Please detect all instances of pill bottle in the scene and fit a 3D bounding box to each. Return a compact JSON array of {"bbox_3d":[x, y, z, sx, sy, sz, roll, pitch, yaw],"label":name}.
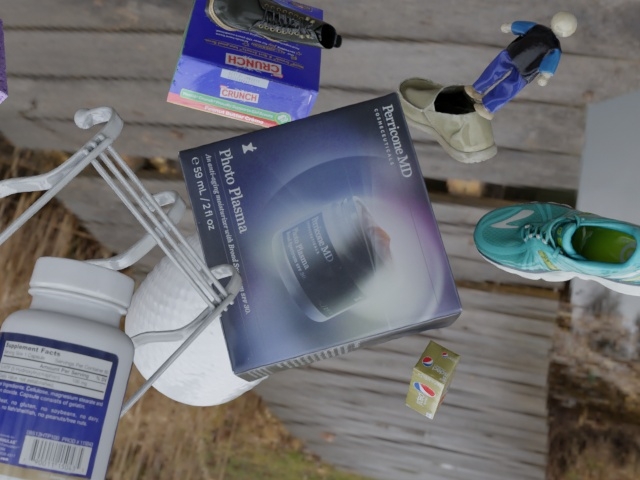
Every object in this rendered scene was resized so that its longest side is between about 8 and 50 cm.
[{"bbox_3d":[-0.214,0.114,0.822,0.112,0.186,0.112,11,166,3],"label":"pill bottle"}]

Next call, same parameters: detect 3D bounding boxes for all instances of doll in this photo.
[{"bbox_3d":[0.292,-0.265,1.452,0.046,0.129,0.189,11,138,-43],"label":"doll"}]

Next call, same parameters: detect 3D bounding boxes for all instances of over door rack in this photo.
[{"bbox_3d":[-0.236,0.072,0.882,0.108,0.324,0.239,10,145,43],"label":"over door rack"}]

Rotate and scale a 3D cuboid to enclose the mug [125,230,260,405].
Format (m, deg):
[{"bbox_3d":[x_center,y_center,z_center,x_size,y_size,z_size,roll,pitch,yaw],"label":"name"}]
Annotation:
[{"bbox_3d":[-0.133,0.069,1.720,0.276,0.374,0.328,33,145,-11],"label":"mug"}]

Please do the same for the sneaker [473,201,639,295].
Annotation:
[{"bbox_3d":[0.309,-0.004,1.257,0.275,0.107,0.110,8,170,41],"label":"sneaker"}]

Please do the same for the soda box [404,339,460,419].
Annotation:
[{"bbox_3d":[0.189,0.239,1.702,0.058,0.061,0.181,28,155,13],"label":"soda box"}]

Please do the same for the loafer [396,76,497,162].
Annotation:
[{"bbox_3d":[0.212,-0.223,1.677,0.102,0.268,0.092,-16,126,-20],"label":"loafer"}]

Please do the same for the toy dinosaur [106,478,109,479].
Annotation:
[{"bbox_3d":[-0.240,0.307,1.051,0.296,0.127,0.200,45,161,30],"label":"toy dinosaur"}]

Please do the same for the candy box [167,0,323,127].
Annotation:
[{"bbox_3d":[-0.140,-0.370,1.976,0.268,0.317,0.122,15,130,-10],"label":"candy box"}]

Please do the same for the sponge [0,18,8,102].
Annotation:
[{"bbox_3d":[-0.644,-0.361,1.866,0.031,0.210,0.117,-35,142,26],"label":"sponge"}]

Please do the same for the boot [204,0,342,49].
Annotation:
[{"bbox_3d":[-0.068,-0.342,1.535,0.137,0.076,0.198,22,-166,33],"label":"boot"}]

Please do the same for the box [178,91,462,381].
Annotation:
[{"bbox_3d":[0.000,0.000,1.302,0.294,0.296,0.183,-16,169,-1],"label":"box"}]
